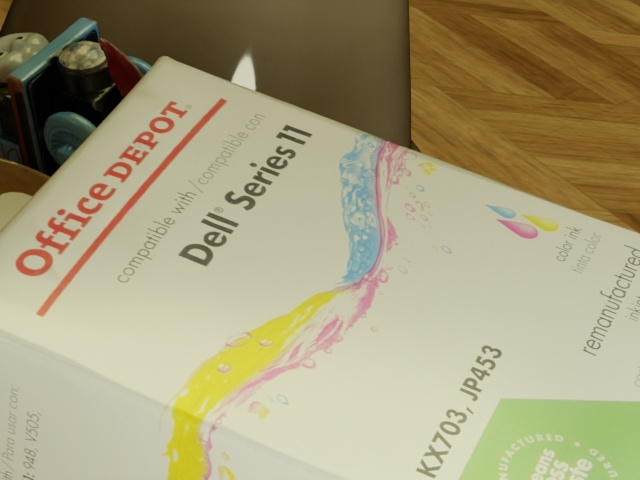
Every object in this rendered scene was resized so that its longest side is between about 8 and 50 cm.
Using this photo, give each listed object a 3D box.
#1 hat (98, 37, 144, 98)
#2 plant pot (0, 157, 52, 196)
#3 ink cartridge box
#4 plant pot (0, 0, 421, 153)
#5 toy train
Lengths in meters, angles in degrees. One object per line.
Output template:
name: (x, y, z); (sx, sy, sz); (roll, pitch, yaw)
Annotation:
hat: (0.000, 0.000, 1.001); (0.173, 0.184, 0.208); (23, 21, 28)
plant pot: (-0.197, 0.037, 0.908); (0.236, 0.032, 0.236); (6, 38, -5)
ink cartridge box: (-0.025, 0.048, 0.811); (0.353, 0.119, 0.207); (21, 41, 13)
plant pot: (-0.066, -0.158, 1.283); (0.323, 0.280, 0.323); (11, 17, -4)
toy train: (-0.133, -0.035, 1.043); (0.105, 0.184, 0.080); (20, 47, 26)
